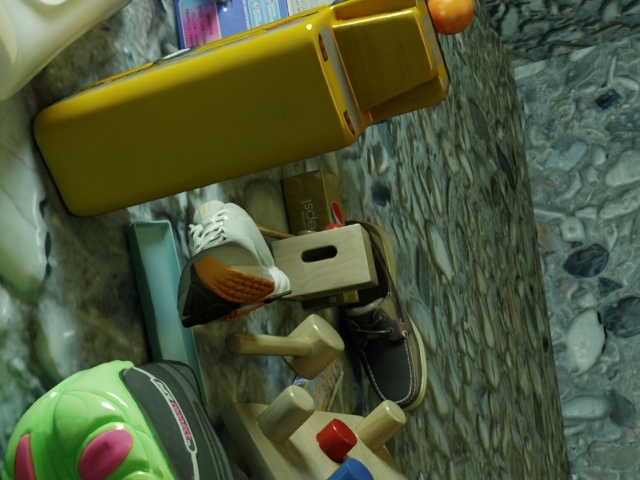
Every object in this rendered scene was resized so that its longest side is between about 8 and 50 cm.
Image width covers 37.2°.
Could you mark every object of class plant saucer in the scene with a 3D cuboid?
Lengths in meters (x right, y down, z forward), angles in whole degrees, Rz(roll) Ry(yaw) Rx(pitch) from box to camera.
[{"bbox_3d":[-0.149,0.076,0.921,0.067,0.018,0.192,-6,84,-69],"label":"plant saucer"}]

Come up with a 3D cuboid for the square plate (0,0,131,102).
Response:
[{"bbox_3d":[-0.264,-0.321,0.764,0.347,0.049,0.344,-77,146,-63],"label":"square plate"}]

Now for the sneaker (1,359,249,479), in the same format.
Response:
[{"bbox_3d":[-0.072,0.311,0.751,0.202,0.185,0.483,-38,114,-62],"label":"sneaker"}]

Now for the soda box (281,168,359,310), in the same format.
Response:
[{"bbox_3d":[0.000,0.000,1.276,0.058,0.061,0.181,8,71,-67],"label":"soda box"}]

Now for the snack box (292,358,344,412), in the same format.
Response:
[{"bbox_3d":[-0.009,0.192,1.197,0.178,0.022,0.064,-61,133,-60],"label":"snack box"}]

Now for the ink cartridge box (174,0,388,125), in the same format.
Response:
[{"bbox_3d":[-0.059,-0.304,1.183,0.395,0.151,0.270,18,61,-68],"label":"ink cartridge box"}]

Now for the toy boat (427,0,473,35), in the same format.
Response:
[{"bbox_3d":[0.123,-0.281,1.221,0.231,0.151,0.151,-65,138,-58],"label":"toy boat"}]

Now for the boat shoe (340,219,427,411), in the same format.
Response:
[{"bbox_3d":[0.075,0.105,1.361,0.092,0.103,0.285,16,59,-60],"label":"boat shoe"}]

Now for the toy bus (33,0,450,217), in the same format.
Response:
[{"bbox_3d":[-0.065,-0.119,0.809,0.130,0.332,0.108,-56,129,-63],"label":"toy bus"}]

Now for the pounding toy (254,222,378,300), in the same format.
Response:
[{"bbox_3d":[-0.011,0.018,1.174,0.130,0.141,0.100,35,45,-80],"label":"pounding toy"}]

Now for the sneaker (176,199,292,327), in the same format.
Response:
[{"bbox_3d":[-0.104,0.015,0.956,0.262,0.099,0.121,54,12,-84],"label":"sneaker"}]

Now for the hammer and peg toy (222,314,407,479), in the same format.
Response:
[{"bbox_3d":[0.007,0.239,0.992,0.266,0.127,0.361,20,29,-54],"label":"hammer and peg toy"}]
